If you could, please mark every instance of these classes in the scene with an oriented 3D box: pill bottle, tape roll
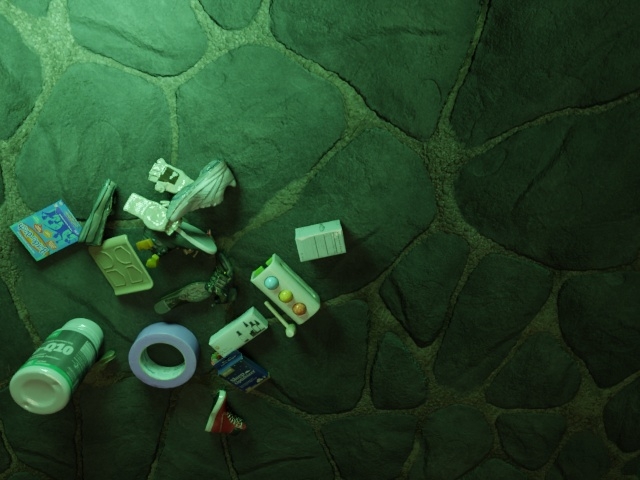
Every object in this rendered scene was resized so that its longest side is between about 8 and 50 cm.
[{"bbox_3d":[-0.988,0.465,1.745,0.204,0.361,0.204,-1,111,-3],"label":"pill bottle"},{"bbox_3d":[-0.654,0.484,1.917,0.275,0.090,0.274,-1,111,-3],"label":"tape roll"}]

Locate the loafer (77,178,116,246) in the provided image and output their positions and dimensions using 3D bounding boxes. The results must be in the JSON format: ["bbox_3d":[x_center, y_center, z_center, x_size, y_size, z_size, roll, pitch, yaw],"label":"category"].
[{"bbox_3d":[-0.805,-0.099,1.683,0.084,0.096,0.267,25,103,-31],"label":"loafer"}]

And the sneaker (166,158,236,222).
[{"bbox_3d":[-0.417,-0.160,1.619,0.297,0.111,0.129,-45,120,-17],"label":"sneaker"}]

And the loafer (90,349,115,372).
[{"bbox_3d":[-0.920,0.516,1.936,0.148,0.056,0.050,-30,111,19],"label":"loafer"}]

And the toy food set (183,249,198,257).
[{"bbox_3d":[-0.528,0.010,1.776,0.122,0.019,0.078,35,106,-7],"label":"toy food set"}]

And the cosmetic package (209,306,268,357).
[{"bbox_3d":[-0.344,0.387,1.911,0.239,0.060,0.099,-37,108,11],"label":"cosmetic package"}]

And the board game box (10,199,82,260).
[{"bbox_3d":[-1.023,-0.036,1.715,0.210,0.047,0.160,-25,111,7],"label":"board game box"}]

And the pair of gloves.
[{"bbox_3d":[-0.562,-0.153,1.640,0.204,0.042,0.240,35,78,-5],"label":"pair of gloves"}]

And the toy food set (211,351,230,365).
[{"bbox_3d":[-0.435,0.519,1.978,0.083,0.020,0.083,-4,112,-1],"label":"toy food set"}]

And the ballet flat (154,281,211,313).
[{"bbox_3d":[-0.553,0.227,1.846,0.250,0.058,0.084,-24,106,1],"label":"ballet flat"}]

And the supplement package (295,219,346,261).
[{"bbox_3d":[0.000,0.000,1.753,0.179,0.105,0.105,-12,111,1],"label":"supplement package"}]

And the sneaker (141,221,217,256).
[{"bbox_3d":[-0.539,0.012,1.717,0.296,0.104,0.147,28,105,1],"label":"sneaker"}]

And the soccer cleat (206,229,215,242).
[{"bbox_3d":[-0.426,-0.005,1.771,0.036,0.029,0.083,3,115,-14],"label":"soccer cleat"}]

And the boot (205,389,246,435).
[{"bbox_3d":[-0.407,0.781,2.051,0.176,0.088,0.244,16,118,-9],"label":"boot"}]

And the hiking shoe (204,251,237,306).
[{"bbox_3d":[-0.399,0.157,1.788,0.114,0.086,0.227,-17,114,-24],"label":"hiking shoe"}]

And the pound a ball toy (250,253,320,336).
[{"bbox_3d":[-0.150,0.242,1.824,0.208,0.136,0.319,-40,108,12],"label":"pound a ball toy"}]

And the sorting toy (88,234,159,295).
[{"bbox_3d":[-0.724,0.087,1.739,0.307,0.041,0.229,-12,111,25],"label":"sorting toy"}]

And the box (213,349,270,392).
[{"bbox_3d":[-0.341,0.568,1.965,0.136,0.036,0.225,-37,123,11],"label":"box"}]
